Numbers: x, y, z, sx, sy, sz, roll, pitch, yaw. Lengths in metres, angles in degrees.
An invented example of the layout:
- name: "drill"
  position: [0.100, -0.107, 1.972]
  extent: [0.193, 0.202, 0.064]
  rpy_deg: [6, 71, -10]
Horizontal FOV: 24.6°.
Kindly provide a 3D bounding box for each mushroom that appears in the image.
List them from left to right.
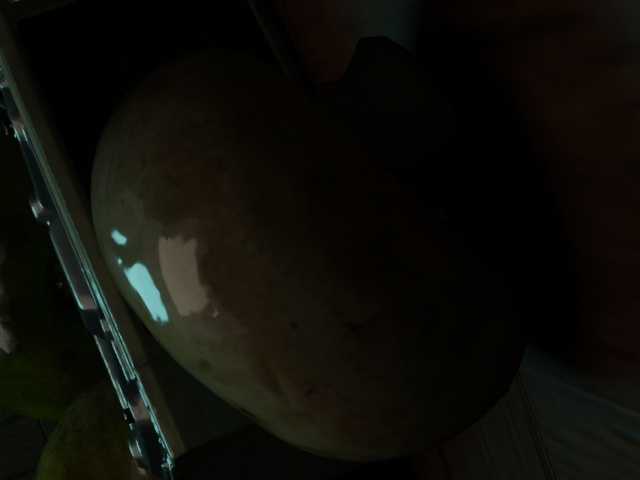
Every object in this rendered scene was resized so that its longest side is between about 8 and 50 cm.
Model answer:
- name: "mushroom"
  position: [0.000, 0.000, 0.506]
  extent: [0.166, 0.127, 0.166]
  rpy_deg: [48, -179, -1]

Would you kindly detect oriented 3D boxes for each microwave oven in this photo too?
- name: "microwave oven"
  position: [-0.060, 0.005, 0.749]
  extent: [0.194, 0.145, 0.241]
  rpy_deg: [102, 145, -65]

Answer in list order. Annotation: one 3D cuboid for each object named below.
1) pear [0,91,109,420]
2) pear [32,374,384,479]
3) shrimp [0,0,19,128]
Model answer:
- name: "pear"
  position: [-0.210, 0.003, 1.176]
  extent: [0.321, 0.269, 0.269]
  rpy_deg: [-130, 21, -69]
- name: "pear"
  position: [-0.058, 0.164, 0.895]
  extent: [0.228, 0.188, 0.211]
  rpy_deg: [31, -160, 3]
- name: "shrimp"
  position: [-0.141, -0.094, 0.925]
  extent: [0.410, 0.166, 0.221]
  rpy_deg: [53, -148, -25]
